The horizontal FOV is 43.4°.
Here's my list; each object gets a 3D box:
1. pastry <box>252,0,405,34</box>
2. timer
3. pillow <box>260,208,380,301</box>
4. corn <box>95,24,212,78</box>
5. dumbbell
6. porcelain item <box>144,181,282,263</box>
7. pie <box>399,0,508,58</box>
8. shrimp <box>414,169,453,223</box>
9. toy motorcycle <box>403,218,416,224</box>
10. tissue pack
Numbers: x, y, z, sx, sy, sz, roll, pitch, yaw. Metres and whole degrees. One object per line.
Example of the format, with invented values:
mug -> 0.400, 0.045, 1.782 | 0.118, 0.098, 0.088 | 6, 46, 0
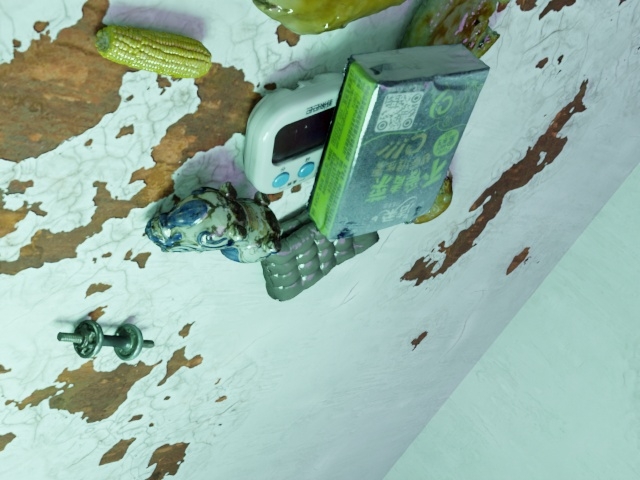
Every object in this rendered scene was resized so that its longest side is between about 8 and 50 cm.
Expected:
pastry -> 0.025, -0.500, 1.153 | 0.410, 0.245, 0.409 | -29, 145, -23
timer -> -0.037, -0.217, 1.606 | 0.262, 0.087, 0.237 | -26, 147, -30
pillow -> 0.000, 0.000, 1.931 | 0.326, 0.101, 0.228 | -35, 147, -19
corn -> -0.253, -0.294, 1.257 | 0.206, 0.067, 0.067 | 1, 128, -49
dumbbell -> -0.437, 0.206, 1.658 | 0.081, 0.081, 0.254 | -52, 149, 13
porcelain item -> -0.201, -0.019, 1.600 | 0.186, 0.138, 0.288 | -21, 166, 21
pie -> 0.291, -0.460, 1.729 | 0.302, 0.067, 0.302 | -33, 151, -21
shrimp -> 0.303, -0.122, 2.190 | 0.150, 0.068, 0.248 | -26, 152, -20
toy motorcycle -> 0.241, -0.134, 2.068 | 0.190, 0.106, 0.074 | -56, -170, 16
tissue pack -> 0.148, -0.195, 1.632 | 0.288, 0.124, 0.394 | -15, 140, -30
